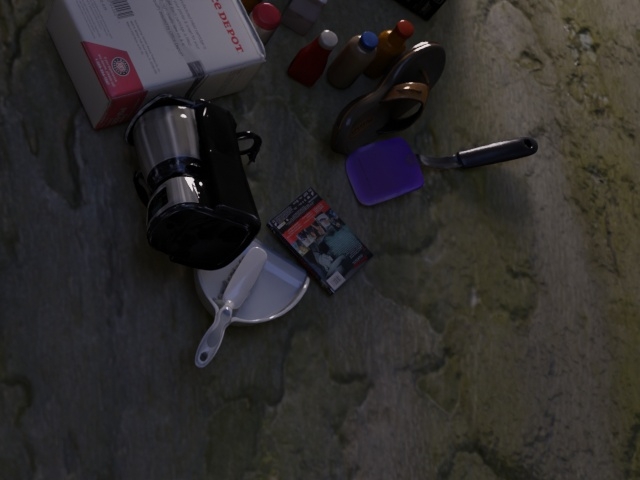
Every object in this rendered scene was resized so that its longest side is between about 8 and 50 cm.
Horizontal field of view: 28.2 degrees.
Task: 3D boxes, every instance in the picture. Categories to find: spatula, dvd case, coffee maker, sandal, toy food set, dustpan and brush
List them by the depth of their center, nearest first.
[{"bbox_3d":[-0.128,-0.067,1.464,0.171,0.120,0.178,-2,52,-20],"label":"coffee maker"},{"bbox_3d":[-0.102,0.069,1.472,0.147,0.060,0.211,33,57,-8],"label":"dustpan and brush"},{"bbox_3d":[0.000,0.000,1.578,0.119,0.013,0.087,46,53,1],"label":"dvd case"},{"bbox_3d":[-0.004,-0.277,1.651,0.232,0.104,0.111,30,58,-11],"label":"toy food set"},{"bbox_3d":[0.099,-0.178,1.656,0.060,0.090,0.219,29,52,29],"label":"sandal"},{"bbox_3d":[0.169,-0.108,1.700,0.296,0.030,0.084,-11,67,-29],"label":"spatula"}]

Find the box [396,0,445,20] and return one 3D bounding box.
[{"bbox_3d":[0.077,-0.459,1.784,0.290,0.087,0.169,31,58,-11],"label":"box"}]

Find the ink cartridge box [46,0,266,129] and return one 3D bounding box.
[{"bbox_3d":[-0.199,-0.243,1.551,0.218,0.092,0.158,-20,77,-29],"label":"ink cartridge box"}]
